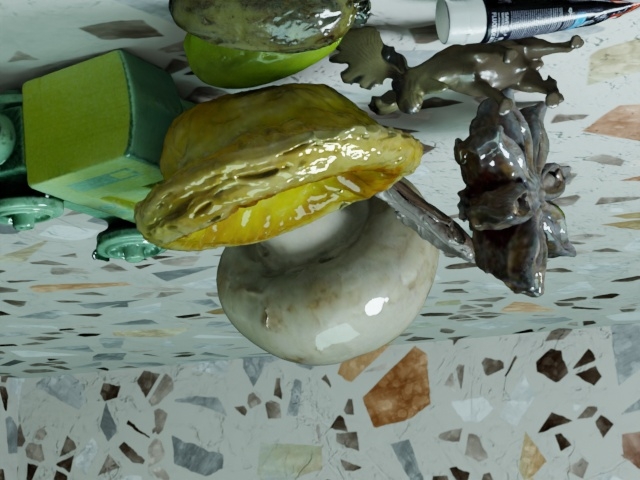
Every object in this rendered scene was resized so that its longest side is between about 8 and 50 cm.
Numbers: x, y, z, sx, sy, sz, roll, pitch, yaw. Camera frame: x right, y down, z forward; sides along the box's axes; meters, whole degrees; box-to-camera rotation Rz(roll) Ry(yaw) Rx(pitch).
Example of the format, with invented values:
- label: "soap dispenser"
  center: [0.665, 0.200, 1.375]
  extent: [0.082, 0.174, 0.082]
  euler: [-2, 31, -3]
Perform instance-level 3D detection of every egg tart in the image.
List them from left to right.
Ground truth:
- label: "egg tart"
  center: [-0.052, -0.083, 1.579]
  extent: [0.319, 0.128, 0.319]
  euler: [-17, 173, -2]

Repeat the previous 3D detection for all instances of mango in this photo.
- label: "mango"
  center: [-0.053, -0.186, 1.496]
  extent: [0.165, 0.074, 0.091]
  euler: [-7, 166, 24]

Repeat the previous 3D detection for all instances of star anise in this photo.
- label: "star anise"
  center: [0.209, -0.048, 1.791]
  extent: [0.109, 0.236, 0.223]
  euler: [-8, 166, 23]

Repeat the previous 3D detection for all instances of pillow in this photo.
- label: "pillow"
  center: [0.086, -0.055, 1.866]
  extent: [0.248, 0.049, 0.135]
  euler: [38, 179, 20]

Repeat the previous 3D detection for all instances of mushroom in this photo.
- label: "mushroom"
  center: [0.000, 0.000, 2.006]
  extent: [0.298, 0.297, 0.290]
  euler: [-6, 133, 20]

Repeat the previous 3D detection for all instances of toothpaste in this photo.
- label: "toothpaste"
  center: [0.206, -0.213, 1.496]
  extent: [0.194, 0.045, 0.071]
  euler: [-6, 177, -12]

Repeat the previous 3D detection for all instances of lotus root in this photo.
- label: "lotus root"
  center: [-0.045, -0.208, 1.374]
  extent: [0.179, 0.080, 0.089]
  euler: [2, -151, 3]

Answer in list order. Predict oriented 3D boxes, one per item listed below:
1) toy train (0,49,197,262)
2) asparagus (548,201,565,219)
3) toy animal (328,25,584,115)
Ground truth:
- label: "toy train"
  center: [-0.216, -0.087, 1.775]
  extent: [0.253, 0.160, 0.397]
  euler: [-14, 163, 26]
- label: "asparagus"
  center: [0.304, -0.008, 2.438]
  extent: [0.067, 0.060, 0.278]
  euler: [-18, 174, -19]
- label: "toy animal"
  center: [0.135, -0.164, 1.564]
  extent: [0.214, 0.093, 0.186]
  euler: [-11, -160, -34]
